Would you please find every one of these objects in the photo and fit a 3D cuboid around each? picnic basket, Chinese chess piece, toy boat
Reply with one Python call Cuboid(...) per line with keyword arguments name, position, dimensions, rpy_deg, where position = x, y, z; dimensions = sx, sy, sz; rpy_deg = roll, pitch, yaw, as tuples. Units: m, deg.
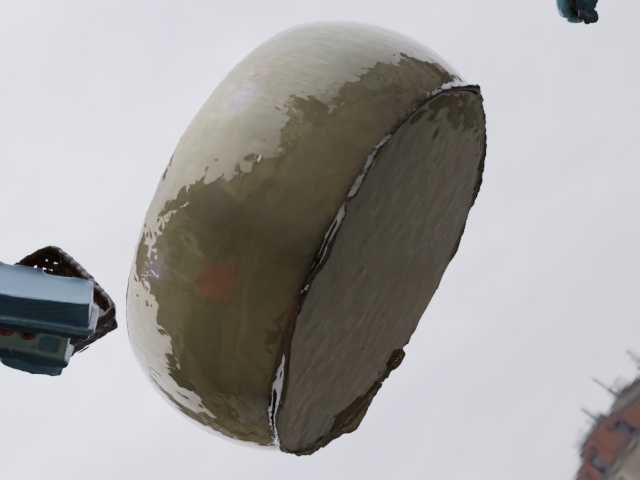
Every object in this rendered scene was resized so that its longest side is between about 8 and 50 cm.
Cuboid(name="picnic basket", position=(-0.368, 0.087, 1.603), dimensions=(0.110, 0.193, 0.055), rpy_deg=(-33, -43, -21))
Cuboid(name="Chinese chess piece", position=(0.000, 0.000, 0.870), dimensions=(0.338, 0.140, 0.338), rpy_deg=(-51, -23, -32))
Cuboid(name="toy boat", position=(-0.351, 0.076, 1.164), dimensions=(0.237, 0.109, 0.098), rpy_deg=(12, -73, -10))

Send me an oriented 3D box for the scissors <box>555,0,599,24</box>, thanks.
Cuboid(name="scissors", position=(0.283, -0.363, 1.047), dimensions=(0.180, 0.032, 0.393), rpy_deg=(33, -112, -35))
